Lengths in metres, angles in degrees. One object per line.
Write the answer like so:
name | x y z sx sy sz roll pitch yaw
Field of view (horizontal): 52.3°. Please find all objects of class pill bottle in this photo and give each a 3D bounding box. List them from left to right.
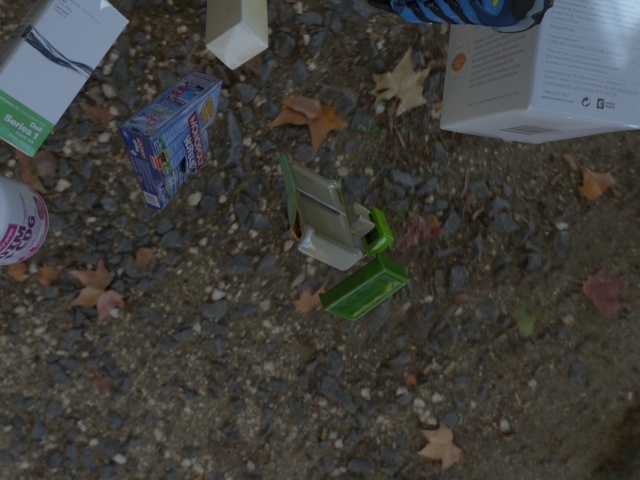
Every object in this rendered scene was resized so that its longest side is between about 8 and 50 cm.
pill bottle | -0.563 -0.040 1.054 0.160 0.283 0.160 0 87 -5

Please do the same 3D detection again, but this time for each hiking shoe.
hiking shoe | 0.125 -0.250 0.630 0.132 0.304 0.113 -7 103 -5

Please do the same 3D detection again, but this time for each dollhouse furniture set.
dollhouse furniture set | 0.000 0.000 1.223 0.151 0.197 0.301 -37 140 25

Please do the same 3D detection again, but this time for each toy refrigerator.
toy refrigerator | -0.177 -0.504 1.408 0.102 0.269 0.094 -25 141 26

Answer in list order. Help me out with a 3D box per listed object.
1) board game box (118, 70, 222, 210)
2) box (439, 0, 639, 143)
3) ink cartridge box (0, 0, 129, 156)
board game box | -0.226 -0.172 1.059 0.060 0.194 0.194 23 149 14
box | 0.291 -0.313 0.836 0.168 0.215 0.345 5 93 -18
ink cartridge box | -0.368 -0.236 0.864 0.093 0.160 0.219 37 86 -35
